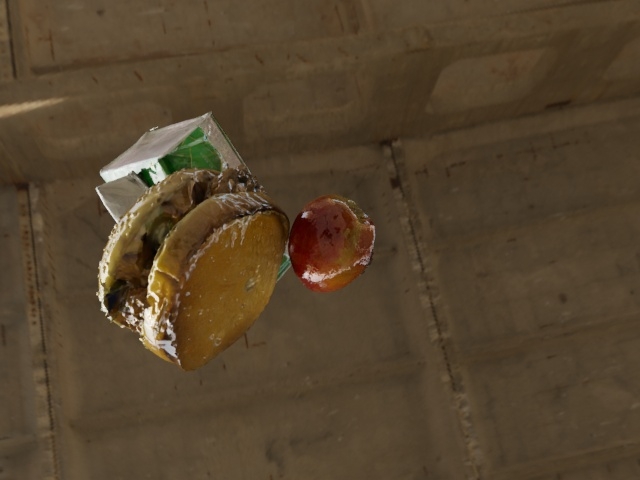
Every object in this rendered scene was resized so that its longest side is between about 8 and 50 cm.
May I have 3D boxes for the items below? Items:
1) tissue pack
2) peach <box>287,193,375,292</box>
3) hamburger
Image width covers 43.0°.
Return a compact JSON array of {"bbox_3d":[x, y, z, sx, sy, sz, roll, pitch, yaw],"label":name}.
[{"bbox_3d":[-0.155,-0.017,0.960,0.156,0.148,0.209,-49,-61,-37],"label":"tissue pack"},{"bbox_3d":[0.001,-0.001,0.764,0.098,0.061,0.098,-17,-117,36],"label":"peach"},{"bbox_3d":[-0.115,0.014,0.764,0.118,0.182,0.191,33,-79,21],"label":"hamburger"}]
